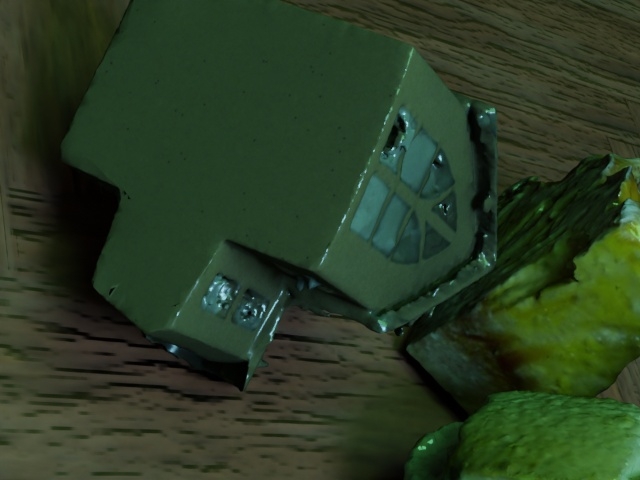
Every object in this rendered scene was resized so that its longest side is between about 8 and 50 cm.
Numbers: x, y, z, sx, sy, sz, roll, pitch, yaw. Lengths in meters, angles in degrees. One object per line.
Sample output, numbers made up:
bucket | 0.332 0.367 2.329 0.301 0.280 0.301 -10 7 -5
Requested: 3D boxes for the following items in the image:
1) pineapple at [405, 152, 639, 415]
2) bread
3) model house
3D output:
pineapple | 0.142 0.028 0.718 0.114 0.186 0.236 47 -3 0
bread | 0.149 0.181 0.582 0.124 0.186 0.257 -27 73 -45
model house | 0.000 0.000 0.629 0.248 0.181 0.176 35 80 -57
